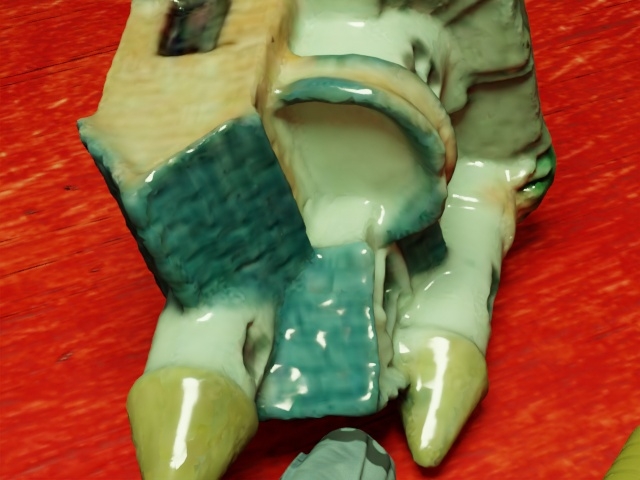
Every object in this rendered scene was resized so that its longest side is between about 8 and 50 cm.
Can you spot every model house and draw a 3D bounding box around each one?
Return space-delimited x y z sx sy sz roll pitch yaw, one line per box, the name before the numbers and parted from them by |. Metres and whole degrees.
model house | 0.000 0.000 0.661 0.194 0.267 0.325 -2 47 19

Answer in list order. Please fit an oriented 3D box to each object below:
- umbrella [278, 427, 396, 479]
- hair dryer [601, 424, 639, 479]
umbrella | -0.026 0.136 0.498 0.053 0.052 0.250 -30 3 26
hair dryer | 0.098 0.164 0.582 0.135 0.090 0.278 17 34 25
